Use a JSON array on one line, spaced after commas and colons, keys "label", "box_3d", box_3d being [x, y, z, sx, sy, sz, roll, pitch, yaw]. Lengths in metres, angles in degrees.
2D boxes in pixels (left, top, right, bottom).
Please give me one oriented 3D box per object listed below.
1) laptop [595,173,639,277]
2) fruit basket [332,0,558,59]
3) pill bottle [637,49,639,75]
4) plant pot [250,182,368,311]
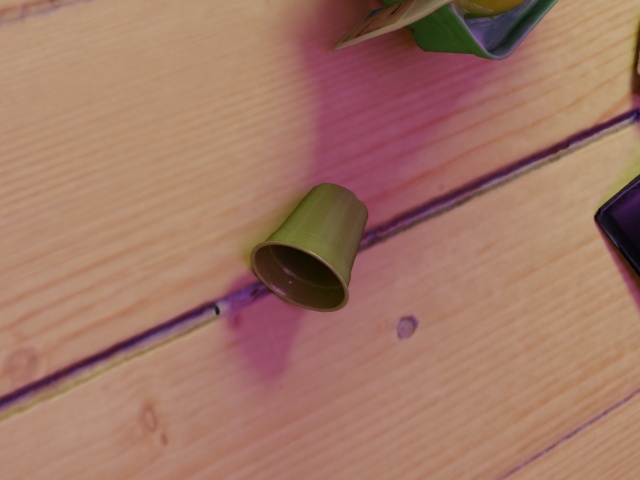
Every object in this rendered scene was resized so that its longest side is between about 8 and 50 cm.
[{"label": "laptop", "box_3d": [0.522, -0.041, 1.364, 0.382, 0.236, 0.408, 50, 37, -15]}, {"label": "fruit basket", "box_3d": [0.183, -0.282, 0.966, 0.165, 0.353, 0.327, 47, 66, -9]}, {"label": "pill bottle", "box_3d": [0.328, -0.180, 1.247, 0.043, 0.043, 0.083, 12, 84, -34]}, {"label": "plant pot", "box_3d": [0.000, 0.000, 1.014, 0.083, 0.083, 0.079, 47, 55, -26]}]
